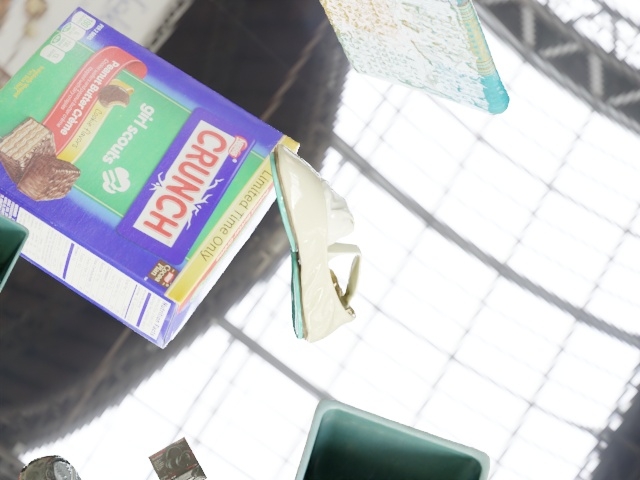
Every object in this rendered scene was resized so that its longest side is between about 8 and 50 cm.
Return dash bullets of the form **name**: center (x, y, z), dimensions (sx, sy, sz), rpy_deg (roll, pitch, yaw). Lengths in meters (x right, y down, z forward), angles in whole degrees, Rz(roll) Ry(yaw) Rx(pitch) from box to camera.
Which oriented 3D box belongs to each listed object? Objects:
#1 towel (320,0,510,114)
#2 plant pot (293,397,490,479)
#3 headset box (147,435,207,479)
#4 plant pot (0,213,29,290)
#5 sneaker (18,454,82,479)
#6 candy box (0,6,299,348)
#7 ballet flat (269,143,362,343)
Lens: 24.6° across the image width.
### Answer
- **towel**: center (0.120, -0.306, 2.075), dimensions (0.271, 0.370, 0.040), rpy_deg (21, -106, 24)
- **plant pot**: center (0.061, 0.408, 2.001), dimensions (0.252, 0.247, 0.248), rpy_deg (109, 0, -57)
- **headset box**: center (-0.205, 0.321, 2.087), dimensions (0.062, 0.032, 0.083), rpy_deg (-28, -145, -8)
- **plant pot**: center (-0.428, 0.063, 1.472), dimensions (0.234, 0.165, 0.166), rpy_deg (-43, -158, 53)
- **sneaker**: center (-0.257, 0.261, 1.250), dimensions (0.132, 0.229, 0.086), rpy_deg (-7, -127, 2)
- **candy box**: center (-0.230, -0.077, 1.695), dimensions (0.268, 0.317, 0.122), rpy_deg (-56, 177, -32)
- **ballet flat**: center (0.000, 0.000, 1.481), dimensions (0.086, 0.248, 0.086), rpy_deg (-4, -138, 3)
